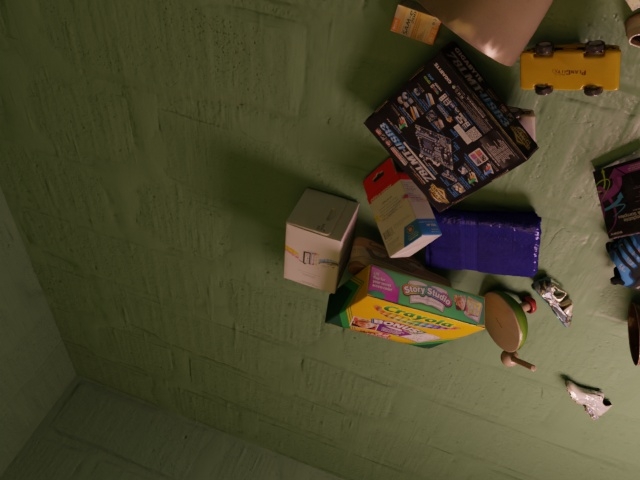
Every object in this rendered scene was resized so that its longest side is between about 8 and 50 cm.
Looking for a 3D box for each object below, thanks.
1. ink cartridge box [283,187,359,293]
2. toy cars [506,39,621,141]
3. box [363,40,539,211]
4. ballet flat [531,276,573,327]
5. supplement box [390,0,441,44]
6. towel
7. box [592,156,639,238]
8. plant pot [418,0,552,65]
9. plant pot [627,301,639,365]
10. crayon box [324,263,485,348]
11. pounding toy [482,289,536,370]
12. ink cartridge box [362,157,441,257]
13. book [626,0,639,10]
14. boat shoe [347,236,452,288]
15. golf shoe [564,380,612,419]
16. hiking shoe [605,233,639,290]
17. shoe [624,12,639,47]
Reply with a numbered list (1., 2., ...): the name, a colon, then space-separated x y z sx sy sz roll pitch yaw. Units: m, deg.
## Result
1. ink cartridge box: 0.000 0.000 1.716 0.168 0.171 0.232 17 137 10
2. toy cars: 0.450 -0.306 1.256 0.176 0.087 0.394 46 140 -3
3. box: 0.282 -0.241 1.334 0.295 0.073 0.293 49 146 -3
4. ballet flat: 0.661 0.171 1.641 0.070 0.070 0.188 -25 121 41
5. supplement box: 0.205 -0.463 1.253 0.098 0.036 0.062 21 137 6
6. towel: 0.426 -0.003 1.582 0.308 0.076 0.227 7 141 20
7. box: 0.681 -0.092 1.308 0.116 0.029 0.162 -19 80 46
8. plant pot: 0.331 -0.495 1.031 0.256 0.256 0.274 34 122 -8
9. plant pot: 0.899 0.240 1.529 0.165 0.167 0.167 -3 131 18
10. crayon box: 0.238 0.205 1.727 0.363 0.106 0.313 16 156 -15
11. pounding toy: 0.571 0.244 1.712 0.183 0.110 0.236 151 101 -74
12. ink cartridge box: 0.207 -0.086 1.544 0.078 0.231 0.134 -2 155 -38
13. book: 0.594 -0.490 1.038 0.096 0.035 0.144 46 134 -16
14. boat shoe: 0.242 0.078 1.712 0.341 0.110 0.122 20 155 -24
15. golf shoe: 0.848 0.489 1.876 0.176 0.069 0.086 40 116 -18
16. hiking shoe: 0.741 0.006 1.399 0.132 0.113 0.304 6 128 38
17. shoe: 0.677 -0.362 1.101 0.219 0.058 0.076 18 137 9
